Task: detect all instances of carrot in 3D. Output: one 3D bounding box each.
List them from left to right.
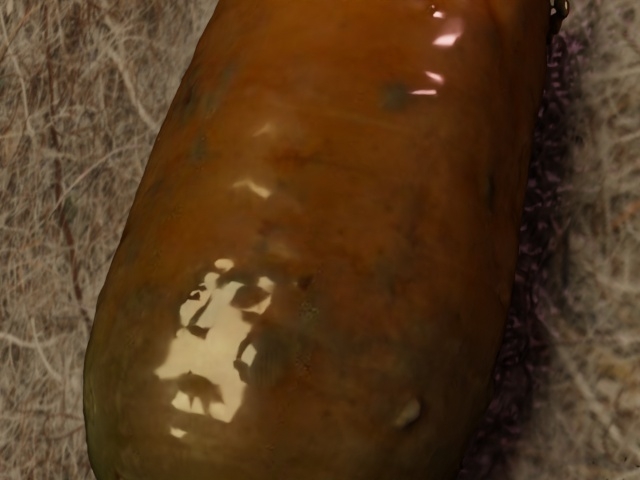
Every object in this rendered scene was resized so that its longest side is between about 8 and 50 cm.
[{"bbox_3d":[0.000,0.000,0.683,0.224,0.224,0.341,-1,72,45],"label":"carrot"}]
